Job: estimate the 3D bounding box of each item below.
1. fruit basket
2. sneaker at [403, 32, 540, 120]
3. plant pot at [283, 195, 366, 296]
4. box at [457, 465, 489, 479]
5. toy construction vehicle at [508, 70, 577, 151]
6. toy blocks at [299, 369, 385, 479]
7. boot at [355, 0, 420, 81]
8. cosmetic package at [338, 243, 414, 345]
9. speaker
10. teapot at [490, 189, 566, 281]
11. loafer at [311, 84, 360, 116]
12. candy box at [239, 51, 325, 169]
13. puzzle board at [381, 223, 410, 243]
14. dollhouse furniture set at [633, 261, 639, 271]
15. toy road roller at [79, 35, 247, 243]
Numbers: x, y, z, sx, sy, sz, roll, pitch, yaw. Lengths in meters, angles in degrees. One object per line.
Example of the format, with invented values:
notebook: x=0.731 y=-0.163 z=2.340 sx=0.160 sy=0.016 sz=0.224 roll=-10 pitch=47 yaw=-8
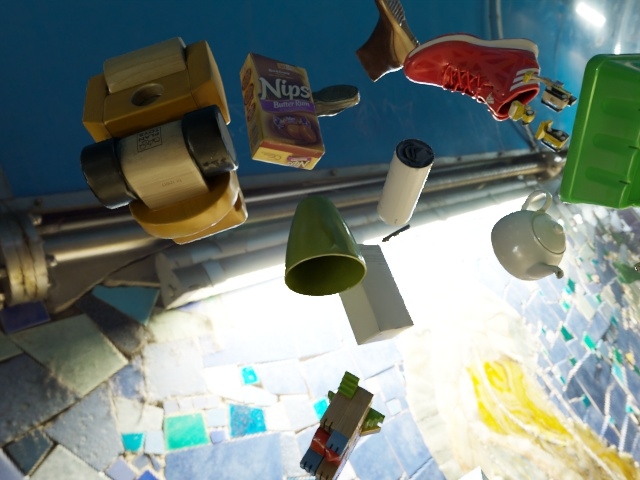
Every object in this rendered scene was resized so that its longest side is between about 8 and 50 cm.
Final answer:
fruit basket: x=0.749 y=-0.282 z=1.170 sx=0.282 sy=0.393 sz=0.392 roll=-5 pitch=-21 yaw=-8
sneaker: x=0.248 y=-0.264 z=0.754 sx=0.220 sy=0.128 sz=0.087 roll=-3 pitch=-30 yaw=11
plant pot: x=0.000 y=0.000 z=1.594 sx=0.274 sy=0.294 sz=0.275 roll=-5 pitch=-34 yaw=-4
box: x=0.310 y=0.547 z=0.951 sx=0.100 sy=0.060 sz=0.244 roll=-37 pitch=-20 yaw=6
toy construction vehicle: x=0.326 y=-0.190 z=0.669 sx=0.035 sy=0.098 sz=0.086 roll=-33 pitch=-33 yaw=-17
toy blocks: x=0.041 y=0.585 z=1.338 sx=0.261 sy=0.190 sz=0.382 roll=-51 pitch=-23 yaw=-35
boot: x=0.182 y=-0.649 z=1.473 sx=0.206 sy=0.249 sz=0.090 roll=-15 pitch=29 yaw=46
cosmetic package: x=0.189 y=0.202 z=1.796 sx=0.196 sy=0.366 sz=0.155 roll=2 pitch=-31 yaw=-38
speaker: x=0.120 y=-0.081 z=0.667 sx=0.055 sy=0.055 sz=0.136 roll=-24 pitch=-28 yaw=-19
teapot: x=0.687 y=-0.007 z=1.475 sx=0.252 sy=0.256 sz=0.187 roll=-25 pitch=-13 yaw=-37
loafer: x=0.015 y=-0.452 z=1.533 sx=0.267 sy=0.096 sz=0.084 roll=3 pitch=-35 yaw=29
candy box: x=-0.066 y=-0.213 z=0.757 sx=0.109 sy=0.187 sz=0.053 roll=5 pitch=-32 yaw=-31
puzzle board: x=0.229 y=-0.020 z=1.396 sx=0.096 sy=0.011 sz=0.128 roll=-29 pitch=1 yaw=10
dollhouse furniture set: x=0.786 y=0.122 z=1.087 sx=0.114 sy=0.090 sz=0.081 roll=-76 pitch=4 yaw=-55
toy road roller: x=-0.235 y=-0.145 z=0.761 sx=0.202 sy=0.330 sz=0.241 roll=-18 pitch=-36 yaw=0
